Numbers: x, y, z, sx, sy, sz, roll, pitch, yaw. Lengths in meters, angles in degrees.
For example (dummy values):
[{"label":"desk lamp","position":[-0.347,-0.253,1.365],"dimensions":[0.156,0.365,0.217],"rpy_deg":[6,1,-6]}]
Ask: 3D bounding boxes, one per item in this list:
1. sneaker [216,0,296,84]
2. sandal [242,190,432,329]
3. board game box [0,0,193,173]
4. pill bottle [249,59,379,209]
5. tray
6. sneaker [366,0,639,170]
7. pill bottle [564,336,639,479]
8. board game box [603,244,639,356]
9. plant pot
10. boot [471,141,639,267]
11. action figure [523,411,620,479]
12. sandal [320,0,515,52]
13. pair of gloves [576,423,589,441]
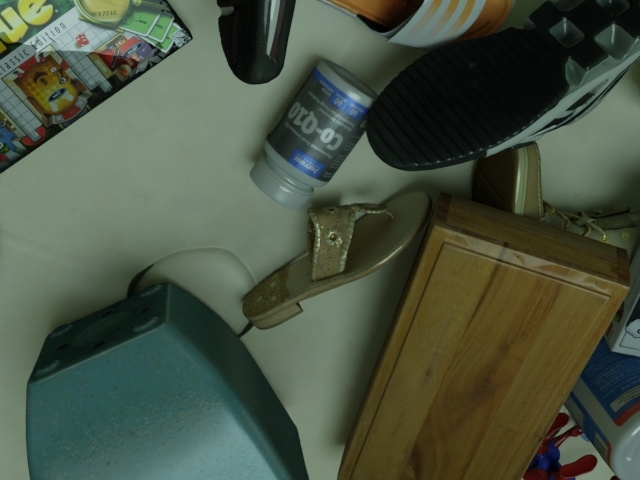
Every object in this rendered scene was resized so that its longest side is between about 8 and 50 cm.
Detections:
[{"label":"sneaker","position":[0.007,-0.266,0.758],"dimensions":[0.162,0.106,0.281],"rpy_deg":[1,97,-27]},{"label":"sandal","position":[0.001,0.004,0.966],"dimensions":[0.240,0.088,0.079],"rpy_deg":[-34,123,13]},{"label":"board game box","position":[-0.259,-0.164,0.821],"dimensions":[0.259,0.030,0.136],"rpy_deg":[-34,121,5]},{"label":"pill bottle","position":[-0.007,-0.103,0.903],"dimensions":[0.078,0.078,0.137],"rpy_deg":[27,109,-28]},{"label":"tray","position":[0.166,0.157,1.031],"dimensions":[0.202,0.076,0.411],"rpy_deg":[18,127,3]},{"label":"sneaker","position":[0.198,-0.141,0.900],"dimensions":[0.330,0.122,0.146],"rpy_deg":[-28,157,-8]},{"label":"pill bottle","position":[0.352,0.174,1.091],"dimensions":[0.124,0.221,0.124],"rpy_deg":[-8,123,-12]},{"label":"board game box","position":[0.497,0.064,1.021],"dimensions":[0.305,0.053,0.193],"rpy_deg":[11,120,-5]},{"label":"plant pot","position":[-0.172,0.194,0.943],"dimensions":[0.247,0.247,0.252],"rpy_deg":[-24,107,-1]},{"label":"boot","position":[0.282,-0.019,1.030],"dimensions":[0.203,0.095,0.262],"rpy_deg":[-14,122,-10]},{"label":"action figure","position":[0.340,0.288,1.202],"dimensions":[0.139,0.091,0.280],"rpy_deg":[-25,154,-7]},{"label":"sandal","position":[0.070,-0.231,0.849],"dimensions":[0.265,0.076,0.102],"rpy_deg":[12,116,-23]},{"label":"pair of gloves","position":[0.416,0.197,1.245],"dimensions":[0.159,0.023,0.198],"rpy_deg":[32,106,-30]}]
